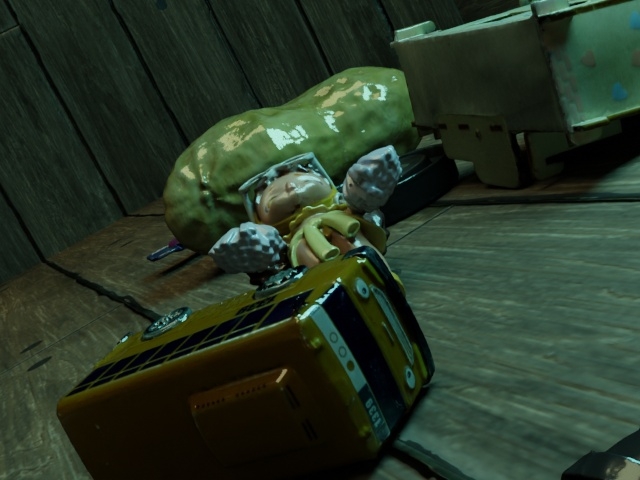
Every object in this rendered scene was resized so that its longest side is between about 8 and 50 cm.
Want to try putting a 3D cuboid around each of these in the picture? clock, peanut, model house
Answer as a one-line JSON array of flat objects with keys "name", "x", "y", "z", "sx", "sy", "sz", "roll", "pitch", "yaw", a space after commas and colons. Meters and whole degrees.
[{"name": "clock", "x": 0.074, "y": -0.056, "z": 1.007, "sx": 0.184, "sy": 0.040, "sz": 0.184, "roll": -25, "pitch": 11, "yaw": 5}, {"name": "peanut", "x": -0.030, "y": -0.113, "z": 1.140, "sx": 0.387, "sy": 0.170, "sz": 0.192, "roll": -29, "pitch": -15, "yaw": -9}, {"name": "model house", "x": 0.251, "y": -0.174, "z": 0.868, "sx": 0.244, "sy": 0.169, "sz": 0.326, "roll": -23, "pitch": 15, "yaw": -15}]

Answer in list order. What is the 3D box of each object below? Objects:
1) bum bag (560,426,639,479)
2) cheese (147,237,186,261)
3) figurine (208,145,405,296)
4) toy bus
[{"name": "bum bag", "x": 0.132, "y": 0.077, "z": 0.313, "sx": 0.124, "sy": 0.034, "sz": 0.058, "roll": -32, "pitch": 28, "yaw": -18}, {"name": "cheese", "x": -0.161, "y": -0.029, "z": 1.363, "sx": 0.244, "sy": 0.062, "sz": 0.155, "roll": -32, "pitch": 11, "yaw": -16}, {"name": "figurine", "x": 0.000, "y": 0.000, "z": 0.746, "sx": 0.174, "sy": 0.116, "sz": 0.240, "roll": -30, "pitch": 18, "yaw": -5}, {"name": "toy bus", "x": -0.046, "y": 0.086, "z": 0.512, "sx": 0.201, "sy": 0.098, "sz": 0.114, "roll": -21, "pitch": 14, "yaw": 29}]
